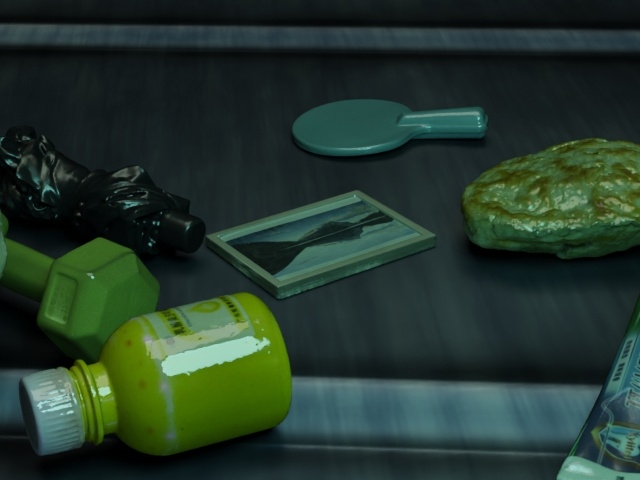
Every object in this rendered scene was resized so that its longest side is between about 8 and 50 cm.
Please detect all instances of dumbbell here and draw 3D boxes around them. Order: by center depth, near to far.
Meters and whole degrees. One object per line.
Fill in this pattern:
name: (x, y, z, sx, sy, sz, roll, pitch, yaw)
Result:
dumbbell: (-0.293, 0.028, 1.469, 0.302, 0.121, 0.108, 21, 6, 35)

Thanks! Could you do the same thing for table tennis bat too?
table tennis bat: (0.085, -0.143, 1.864, 0.244, 0.040, 0.153, -1, 28, 8)

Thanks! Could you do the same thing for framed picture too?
framed picture: (0.000, 0.000, 1.611, 0.203, 0.015, 0.150, -17, 31, -29)

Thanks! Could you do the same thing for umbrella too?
umbrella: (-0.242, -0.045, 1.619, 0.272, 0.122, 0.110, 17, 76, 24)

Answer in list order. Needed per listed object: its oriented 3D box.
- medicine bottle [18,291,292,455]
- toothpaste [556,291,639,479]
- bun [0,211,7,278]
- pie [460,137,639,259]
medicine bottle: (-0.141, 0.122, 1.265, 0.212, 0.122, 0.122, -12, 29, -21)
toothpaste: (0.297, 0.109, 1.339, 0.098, 0.061, 0.392, 11, 31, 16)
bun: (-0.430, 0.023, 1.329, 0.326, 0.234, 0.362, -16, 59, 13)
pie: (0.270, -0.039, 1.596, 0.248, 0.090, 0.201, -7, 27, -1)
